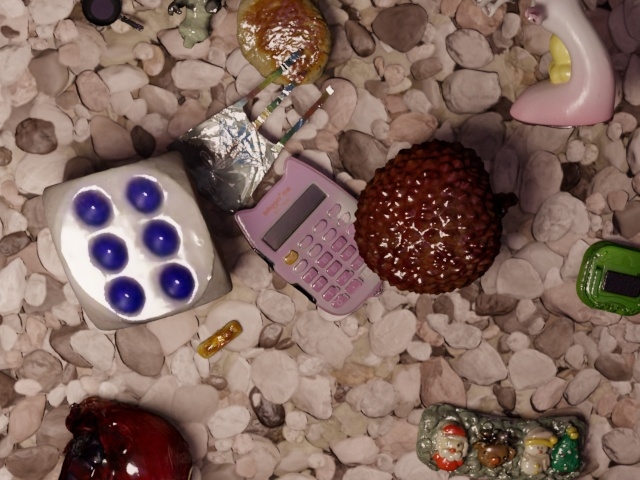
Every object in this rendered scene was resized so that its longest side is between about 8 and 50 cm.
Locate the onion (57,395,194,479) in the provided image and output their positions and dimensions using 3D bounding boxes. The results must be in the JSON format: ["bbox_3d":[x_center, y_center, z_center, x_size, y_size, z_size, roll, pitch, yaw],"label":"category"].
[{"bbox_3d":[-0.346,0.415,1.782,0.280,0.221,0.281,-1,87,23],"label":"onion"}]

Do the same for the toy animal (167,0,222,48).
[{"bbox_3d":[-0.207,-0.441,1.786,0.093,0.121,0.225,2,99,2],"label":"toy animal"}]

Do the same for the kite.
[{"bbox_3d":[-0.110,-0.185,1.830,0.310,0.015,0.169,-37,97,13],"label":"kite"}]

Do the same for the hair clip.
[{"bbox_3d":[0.337,0.380,1.905,0.321,0.091,0.138,5,96,-5],"label":"hair clip"}]

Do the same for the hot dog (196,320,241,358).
[{"bbox_3d":[-0.181,0.178,1.868,0.090,0.034,0.030,-38,97,-3],"label":"hot dog"}]

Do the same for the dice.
[{"bbox_3d":[-0.299,-0.003,1.736,0.243,0.251,0.259,-18,96,-3],"label":"dice"}]

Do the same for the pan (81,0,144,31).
[{"bbox_3d":[-0.358,-0.393,1.818,0.115,0.023,0.068,30,90,-4],"label":"pan"}]

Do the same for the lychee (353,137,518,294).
[{"bbox_3d":[0.199,-0.040,1.779,0.300,0.264,0.264,-17,95,-8],"label":"lychee"}]

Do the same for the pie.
[{"bbox_3d":[-0.061,-0.360,1.826,0.163,0.079,0.193,-38,98,3],"label":"pie"}]

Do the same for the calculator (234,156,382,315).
[{"bbox_3d":[0.000,0.000,1.875,0.294,0.043,0.194,43,88,-10],"label":"calculator"}]

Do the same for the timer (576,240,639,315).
[{"bbox_3d":[0.547,0.071,1.928,0.140,0.047,0.128,14,93,-6],"label":"timer"}]

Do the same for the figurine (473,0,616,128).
[{"bbox_3d":[0.372,-0.374,1.807,0.206,0.284,0.316,-17,120,-14],"label":"figurine"}]
